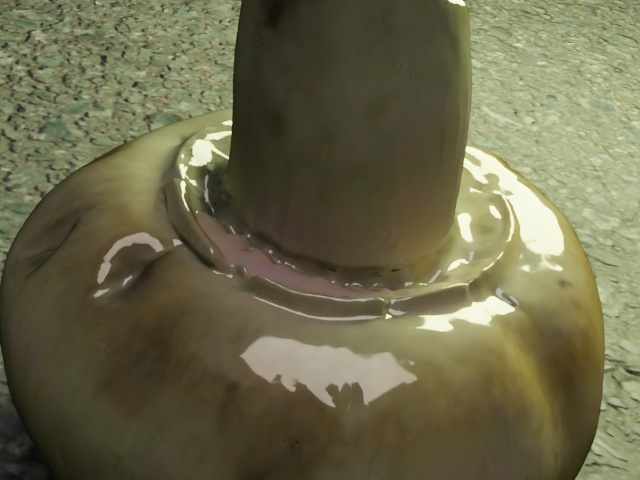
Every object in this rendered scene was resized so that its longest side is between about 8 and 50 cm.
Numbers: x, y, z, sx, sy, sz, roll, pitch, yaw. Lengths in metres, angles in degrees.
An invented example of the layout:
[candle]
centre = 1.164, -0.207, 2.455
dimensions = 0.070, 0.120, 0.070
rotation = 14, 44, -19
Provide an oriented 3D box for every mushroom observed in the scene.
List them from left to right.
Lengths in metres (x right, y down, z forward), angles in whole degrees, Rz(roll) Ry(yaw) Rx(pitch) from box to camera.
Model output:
[mushroom]
centre = 0.004, 0.026, 0.693
dimensions = 0.353, 0.353, 0.325
rotation = 34, 8, 31
